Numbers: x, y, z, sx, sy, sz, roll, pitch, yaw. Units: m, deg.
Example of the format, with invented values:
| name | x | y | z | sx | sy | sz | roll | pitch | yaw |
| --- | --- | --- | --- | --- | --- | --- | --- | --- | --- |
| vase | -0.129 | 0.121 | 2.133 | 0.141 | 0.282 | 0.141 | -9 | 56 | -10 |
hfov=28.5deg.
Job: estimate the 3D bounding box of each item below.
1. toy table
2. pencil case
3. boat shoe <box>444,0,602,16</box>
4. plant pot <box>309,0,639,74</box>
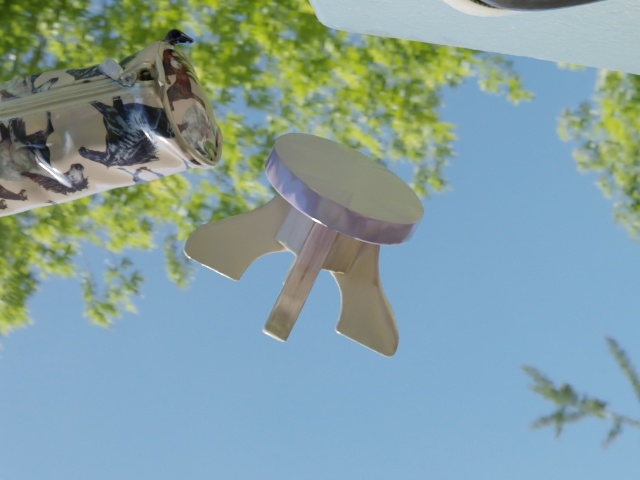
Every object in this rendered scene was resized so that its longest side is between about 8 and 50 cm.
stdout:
| name | x | y | z | sx | sy | sz | roll | pitch | yaw |
| --- | --- | --- | --- | --- | --- | --- | --- | --- | --- |
| toy table | 0.000 | 0.000 | 1.342 | 0.161 | 0.252 | 0.274 | -63 | -11 | 14 |
| pencil case | -0.333 | -0.128 | 1.502 | 0.183 | 0.410 | 0.160 | 62 | -160 | -52 |
| boat shoe | 0.131 | -0.131 | 0.355 | 0.233 | 0.079 | 0.084 | -25 | -76 | -12 |
| plant pot | 0.102 | -0.242 | 0.629 | 0.252 | 0.247 | 0.248 | 20 | -98 | -73 |
